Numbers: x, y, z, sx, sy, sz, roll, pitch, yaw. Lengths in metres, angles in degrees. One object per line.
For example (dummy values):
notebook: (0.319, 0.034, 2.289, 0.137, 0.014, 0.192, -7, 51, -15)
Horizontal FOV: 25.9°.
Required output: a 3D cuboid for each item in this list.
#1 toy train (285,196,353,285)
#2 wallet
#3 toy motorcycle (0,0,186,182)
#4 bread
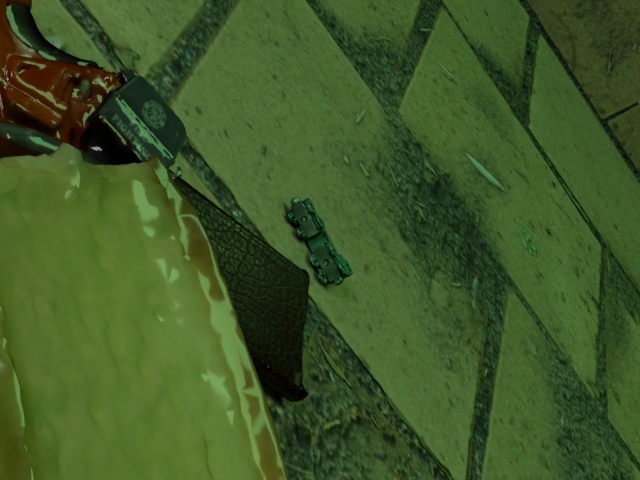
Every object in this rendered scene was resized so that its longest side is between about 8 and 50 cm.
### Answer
toy train: (0.000, 0.000, 1.312, 0.092, 0.029, 0.045, 63, 16, 8)
wallet: (-0.093, 0.023, 1.089, 0.243, 0.039, 0.132, 39, 37, -41)
toy motorcycle: (-0.217, -0.146, 0.920, 0.325, 0.148, 0.221, 50, 47, -18)
bread: (-0.155, 0.172, 0.428, 0.143, 0.333, 0.323, 15, 53, -61)
